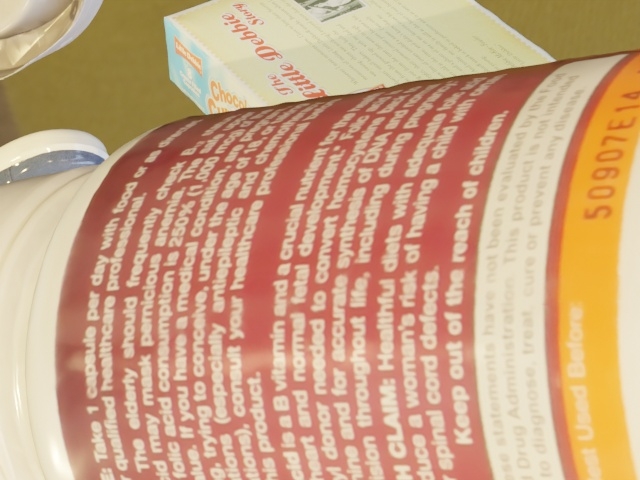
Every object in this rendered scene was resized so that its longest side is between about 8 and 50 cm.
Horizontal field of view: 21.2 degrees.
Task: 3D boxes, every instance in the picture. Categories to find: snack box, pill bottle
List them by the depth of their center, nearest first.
[{"bbox_3d":[0.023,0.048,0.710,0.392,0.224,0.224,-5,127,37],"label":"pill bottle"},{"bbox_3d":[0.055,-0.084,1.113,0.322,0.187,0.060,45,149,42],"label":"snack box"}]

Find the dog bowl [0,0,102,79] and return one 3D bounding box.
[{"bbox_3d":[-0.373,-0.355,1.920,0.349,0.102,0.348,11,110,34],"label":"dog bowl"}]

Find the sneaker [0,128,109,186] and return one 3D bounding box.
[{"bbox_3d":[-0.280,0.058,1.482,0.131,0.148,0.350,10,132,-41],"label":"sneaker"}]
